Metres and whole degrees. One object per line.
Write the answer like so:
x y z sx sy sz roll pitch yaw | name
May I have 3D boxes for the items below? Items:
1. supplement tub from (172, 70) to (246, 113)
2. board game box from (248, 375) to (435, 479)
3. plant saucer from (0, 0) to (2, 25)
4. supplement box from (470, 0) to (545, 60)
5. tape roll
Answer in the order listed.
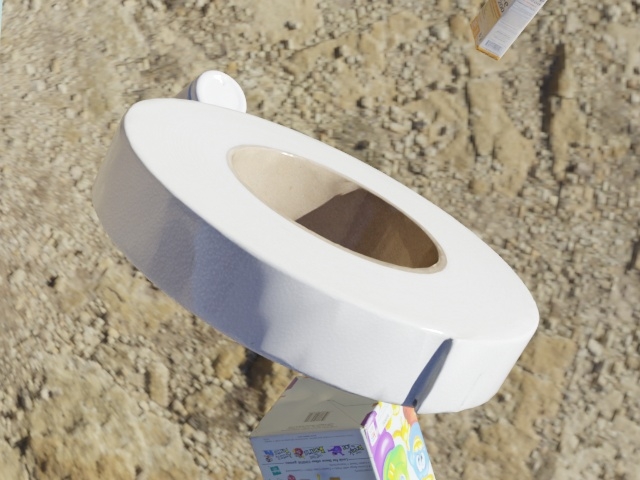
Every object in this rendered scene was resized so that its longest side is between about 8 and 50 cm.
-0.142 -0.144 1.221 0.071 0.107 0.071 19 59 -34 | supplement tub
0.046 0.303 1.217 0.142 0.144 0.275 -46 123 -59 | board game box
-0.387 -0.280 1.169 0.067 0.192 0.018 -7 143 -5 | plant saucer
0.225 -0.275 1.269 0.036 0.062 0.098 23 126 -20 | supplement box
0.000 0.000 0.897 0.392 0.392 0.072 19 109 -25 | tape roll
